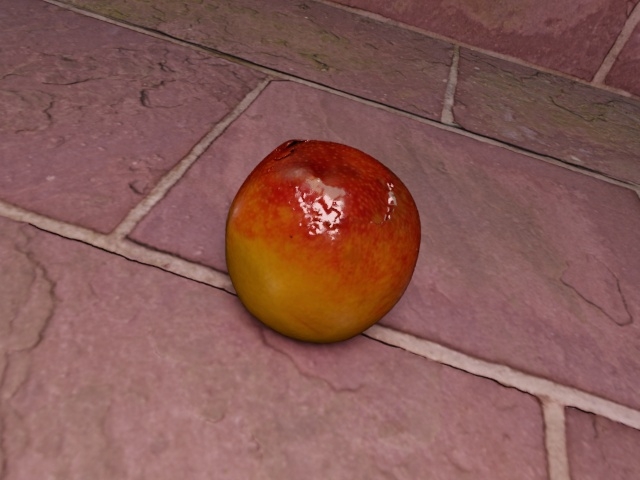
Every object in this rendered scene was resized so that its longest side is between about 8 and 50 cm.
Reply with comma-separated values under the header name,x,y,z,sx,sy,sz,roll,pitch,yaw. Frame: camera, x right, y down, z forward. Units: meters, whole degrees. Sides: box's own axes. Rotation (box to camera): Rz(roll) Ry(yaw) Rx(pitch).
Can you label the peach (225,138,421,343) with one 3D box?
name,x,y,z,sx,sy,sz,roll,pitch,yaw
peach,0.000,0.000,0.568,0.230,0.231,0.231,9,41,-8
